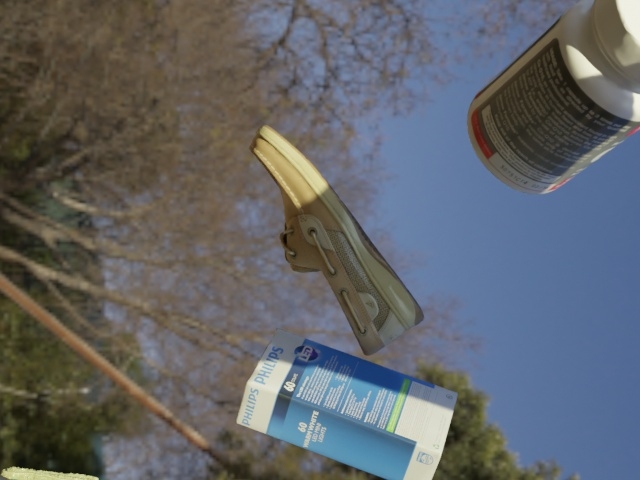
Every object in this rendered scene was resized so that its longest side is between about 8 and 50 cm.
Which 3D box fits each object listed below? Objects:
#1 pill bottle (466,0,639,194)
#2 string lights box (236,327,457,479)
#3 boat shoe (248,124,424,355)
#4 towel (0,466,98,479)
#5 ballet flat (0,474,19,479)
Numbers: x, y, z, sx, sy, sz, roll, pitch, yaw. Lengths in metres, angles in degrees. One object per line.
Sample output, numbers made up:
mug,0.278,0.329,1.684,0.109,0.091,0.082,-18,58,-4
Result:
pill bottle,0.313,-0.183,1.302,0.283,0.161,0.161,-42,-130,54
string lights box,0.037,0.218,1.442,0.133,0.260,0.076,-60,167,-57
boat shoe,0.000,0.000,1.486,0.341,0.110,0.121,53,2,-1
towel,-0.415,0.398,1.665,0.027,0.148,0.110,-151,-106,-69
ballet flat,-0.271,0.291,0.772,0.095,0.096,0.280,22,-74,39
